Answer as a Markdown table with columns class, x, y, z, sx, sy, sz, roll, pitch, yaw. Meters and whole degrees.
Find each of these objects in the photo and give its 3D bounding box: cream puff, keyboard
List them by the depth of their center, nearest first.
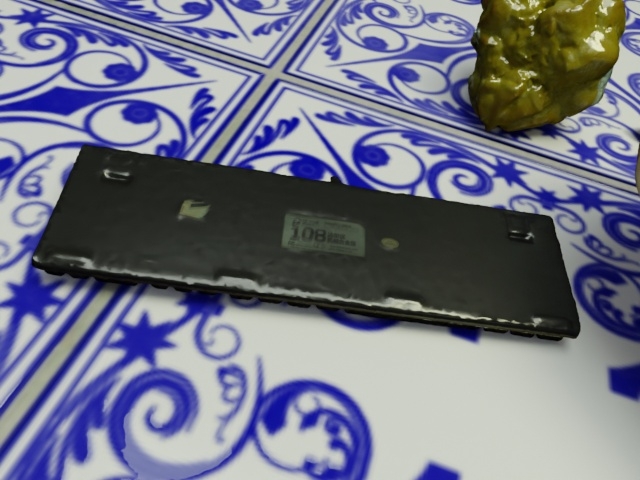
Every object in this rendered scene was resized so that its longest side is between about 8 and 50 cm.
| class | x | y | z | sx | sy | sz | roll | pitch | yaw |
| --- | --- | --- | --- | --- | --- | --- | --- | --- | --- |
| keyboard | 0.000 | 0.000 | 0.343 | 0.316 | 0.027 | 0.106 | 8 | 50 | -5 |
| cream puff | 0.178 | -0.169 | 0.472 | 0.116 | 0.146 | 0.146 | -15 | 51 | -3 |

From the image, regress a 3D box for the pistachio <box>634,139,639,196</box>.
| class | x | y | z | sx | sy | sz | roll | pitch | yaw |
| --- | --- | --- | --- | --- | --- | --- | --- | --- | --- |
| pistachio | 0.293 | 0.004 | 0.264 | 0.228 | 0.238 | 0.322 | -7 | 70 | -11 |
